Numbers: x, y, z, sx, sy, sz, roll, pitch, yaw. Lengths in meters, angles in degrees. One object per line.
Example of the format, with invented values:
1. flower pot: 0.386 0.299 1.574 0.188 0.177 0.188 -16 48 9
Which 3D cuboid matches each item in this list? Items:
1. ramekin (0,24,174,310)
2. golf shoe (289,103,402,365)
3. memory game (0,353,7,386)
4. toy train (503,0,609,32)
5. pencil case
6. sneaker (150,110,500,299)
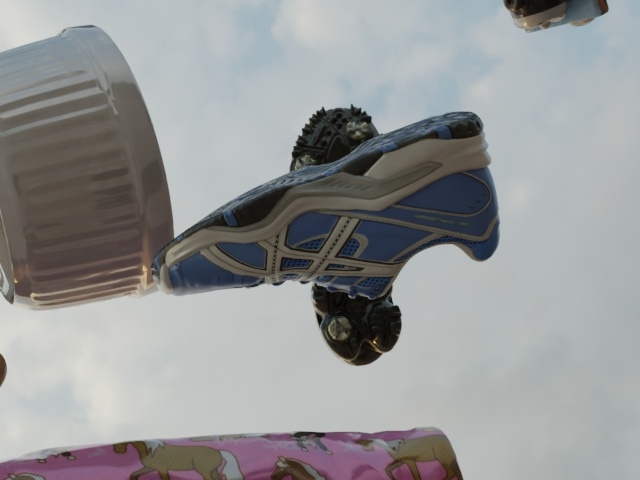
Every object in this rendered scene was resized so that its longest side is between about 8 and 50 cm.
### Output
1. ramekin: -0.196 -0.046 0.742 0.109 0.207 0.207 -16 -50 -24
2. golf shoe: 0.019 -0.004 1.050 0.105 0.272 0.120 -2 -16 -4
3. memory game: -0.289 0.098 0.665 0.186 0.012 0.186 -12 -73 -45
4. toy train: 0.138 -0.224 0.671 0.105 0.080 0.184 -32 -70 -36
5. pencil case: -0.083 0.213 0.652 0.386 0.160 0.167 -2 -32 -17
6. sneaker: 0.000 0.000 0.569 0.211 0.080 0.081 -19 -78 20
